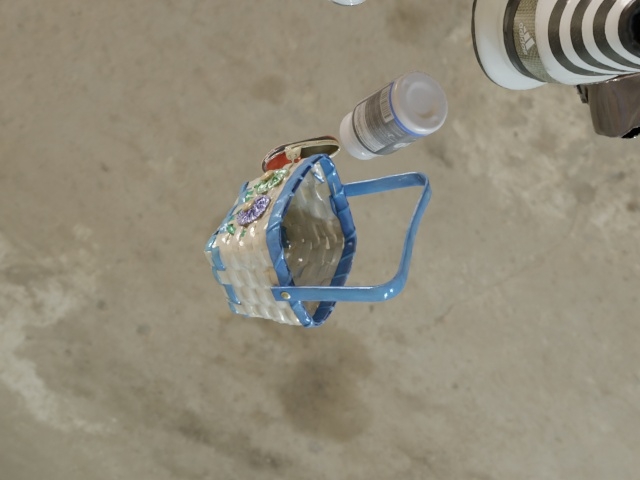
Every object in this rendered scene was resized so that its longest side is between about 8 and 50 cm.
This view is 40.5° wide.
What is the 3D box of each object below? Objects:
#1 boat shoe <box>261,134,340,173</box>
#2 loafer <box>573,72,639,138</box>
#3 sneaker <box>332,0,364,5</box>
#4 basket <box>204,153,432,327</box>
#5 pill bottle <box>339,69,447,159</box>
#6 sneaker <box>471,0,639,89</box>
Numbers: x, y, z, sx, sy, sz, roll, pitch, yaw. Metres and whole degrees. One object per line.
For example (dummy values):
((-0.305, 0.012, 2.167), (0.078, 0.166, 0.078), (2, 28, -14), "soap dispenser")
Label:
((-0.033, -0.141, 1.449), (0.137, 0.043, 0.049), (-19, 116, -7), "boat shoe")
((0.477, -0.228, 1.349), (0.134, 0.366, 0.130), (-3, 87, 29), "loafer")
((0.016, -0.490, 1.230), (0.129, 0.111, 0.297), (-27, 91, 57), "sneaker")
((0.000, 0.000, 1.219), (0.289, 0.254, 0.201), (-3, 126, 21), "basket")
((0.085, -0.149, 1.062), (0.078, 0.078, 0.137), (43, 151, -14), "pill bottle")
((0.384, -0.239, 0.791), (0.448, 0.257, 0.169), (-28, 116, -23), "sneaker")
